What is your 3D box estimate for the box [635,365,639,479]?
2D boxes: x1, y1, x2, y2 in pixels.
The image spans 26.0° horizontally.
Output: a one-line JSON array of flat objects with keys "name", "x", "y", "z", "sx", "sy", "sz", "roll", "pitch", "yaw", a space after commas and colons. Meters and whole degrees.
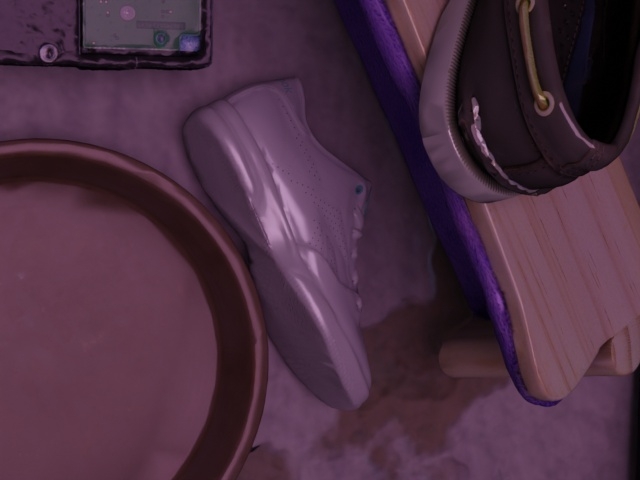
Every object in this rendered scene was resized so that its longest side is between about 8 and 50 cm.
[{"name": "box", "x": 0.416, "y": 0.102, "z": 0.977, "sx": 0.395, "sy": 0.097, "sz": 0.318, "roll": 2, "pitch": 92, "yaw": -18}]

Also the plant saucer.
[{"name": "plant saucer", "x": -0.169, "y": 0.077, "z": 0.830, "sx": 0.278, "sy": 0.041, "sz": 0.277, "roll": -2, "pitch": 97, "yaw": -16}]

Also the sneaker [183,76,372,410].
[{"name": "sneaker", "x": 0.000, "y": 0.000, "z": 0.859, "sx": 0.094, "sy": 0.080, "sz": 0.212, "roll": -29, "pitch": 104, "yaw": -28}]

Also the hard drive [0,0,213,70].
[{"name": "hard drive", "x": -0.228, "y": -0.215, "z": 0.769, "sx": 0.339, "sy": 0.064, "sz": 0.237, "roll": -2, "pitch": 96, "yaw": -16}]

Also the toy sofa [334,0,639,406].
[{"name": "toy sofa", "x": 0.071, "y": -0.087, "z": 0.801, "sx": 0.177, "sy": 0.150, "sz": 0.362, "roll": -34, "pitch": 106, "yaw": -35}]

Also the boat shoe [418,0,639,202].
[{"name": "boat shoe", "x": 0.131, "y": -0.167, "z": 0.702, "sx": 0.109, "sy": 0.091, "sz": 0.305, "roll": 24, "pitch": 70, "yaw": -35}]
